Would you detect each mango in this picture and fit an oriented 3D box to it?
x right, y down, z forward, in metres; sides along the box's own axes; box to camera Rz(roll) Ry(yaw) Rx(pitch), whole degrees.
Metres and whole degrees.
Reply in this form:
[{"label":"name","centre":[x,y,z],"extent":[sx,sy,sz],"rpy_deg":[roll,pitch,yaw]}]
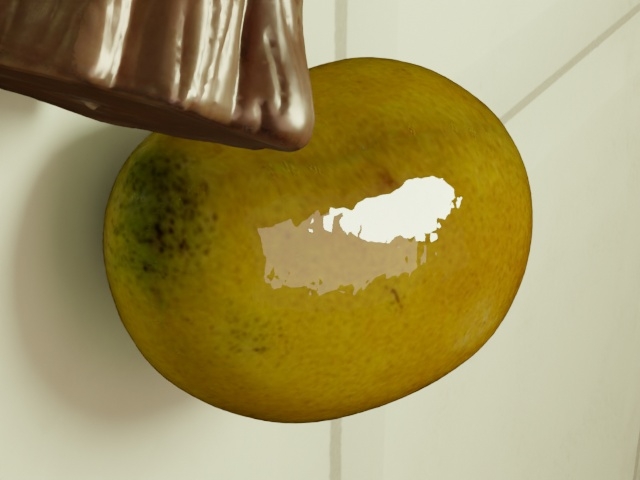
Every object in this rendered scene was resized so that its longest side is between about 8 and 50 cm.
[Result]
[{"label":"mango","centre":[0.000,0.000,1.057],"extent":[0.378,0.221,0.263],"rpy_deg":[-3,112,-51]}]

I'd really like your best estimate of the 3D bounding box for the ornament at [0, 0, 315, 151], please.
[{"label":"ornament","centre":[-0.095,-0.175,0.802],"extent":[0.221,0.235,0.217],"rpy_deg":[49,56,-88]}]
